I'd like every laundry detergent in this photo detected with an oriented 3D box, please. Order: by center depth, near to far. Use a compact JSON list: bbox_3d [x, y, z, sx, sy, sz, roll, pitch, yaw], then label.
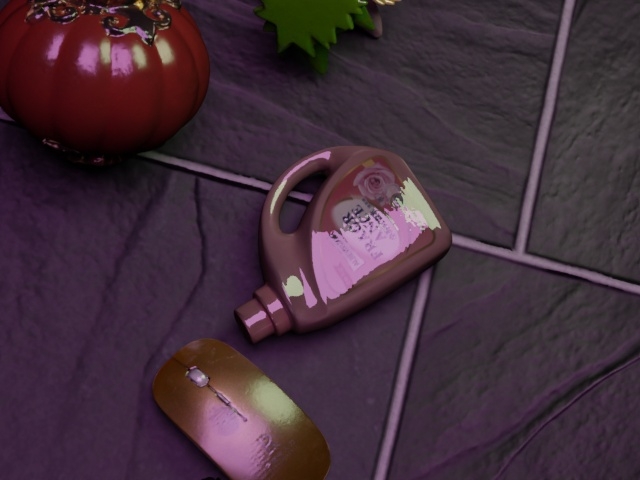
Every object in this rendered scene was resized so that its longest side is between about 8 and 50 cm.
[{"bbox_3d":[0.000,0.000,1.566,0.237,0.076,0.171,-29,77,-14],"label":"laundry detergent"}]

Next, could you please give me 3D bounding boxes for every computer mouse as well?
[{"bbox_3d":[-0.079,0.184,1.507,0.199,0.045,0.102,45,69,7],"label":"computer mouse"}]

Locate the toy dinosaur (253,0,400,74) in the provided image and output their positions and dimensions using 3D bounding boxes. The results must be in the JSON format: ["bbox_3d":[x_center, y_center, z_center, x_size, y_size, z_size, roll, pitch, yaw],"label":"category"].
[{"bbox_3d":[-0.006,-0.284,1.654,0.194,0.152,0.177,32,31,-6],"label":"toy dinosaur"}]

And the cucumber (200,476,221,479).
[{"bbox_3d":[-0.104,0.299,1.471,0.034,0.033,0.135,22,64,-41],"label":"cucumber"}]

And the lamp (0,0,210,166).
[{"bbox_3d":[-0.226,-0.174,1.526,0.227,0.227,0.227,2,71,-7],"label":"lamp"}]
